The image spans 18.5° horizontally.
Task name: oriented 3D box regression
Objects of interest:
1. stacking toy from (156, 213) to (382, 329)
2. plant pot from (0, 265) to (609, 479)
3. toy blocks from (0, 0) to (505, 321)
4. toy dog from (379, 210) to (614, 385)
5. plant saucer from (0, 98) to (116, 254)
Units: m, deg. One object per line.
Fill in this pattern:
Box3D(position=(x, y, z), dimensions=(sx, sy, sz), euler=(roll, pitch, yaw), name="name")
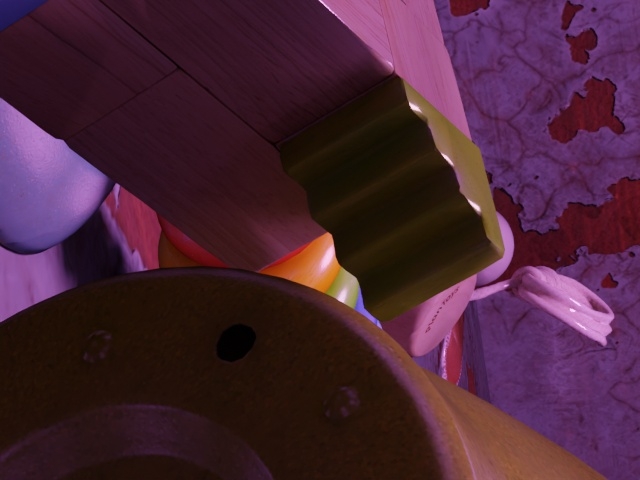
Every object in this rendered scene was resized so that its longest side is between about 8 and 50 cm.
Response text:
Box3D(position=(-0.028, 0.020, 1.030), dimensions=(0.330, 0.141, 0.141), euler=(83, 7, -49), name="stacking toy")
Box3D(position=(-0.003, 0.195, 0.690), dimensions=(0.353, 0.367, 0.366), euler=(53, 31, -50), name="plant pot")
Box3D(position=(-0.082, -0.175, 0.657), dimensions=(0.261, 0.191, 0.381), euler=(39, 31, -43), name="toy blocks")
Box3D(position=(0.057, 0.045, 1.548), dimensions=(0.334, 0.161, 0.220), euler=(19, 21, -49), name="toy dog")
Box3D(position=(-0.130, -0.153, 0.908), dimensions=(0.317, 0.044, 0.317), euler=(-5, 90, -80), name="plant saucer")
